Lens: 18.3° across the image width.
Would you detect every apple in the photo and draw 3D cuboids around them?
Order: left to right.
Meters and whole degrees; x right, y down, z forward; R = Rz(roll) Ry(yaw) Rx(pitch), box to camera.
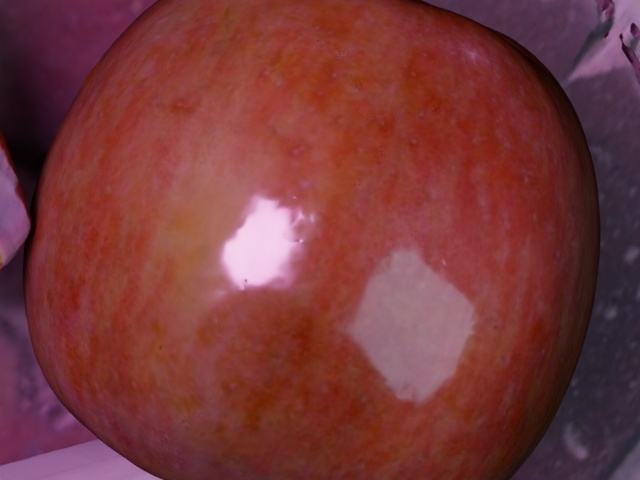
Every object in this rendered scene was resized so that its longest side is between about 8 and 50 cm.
[{"bbox_3d":[0.000,0.000,0.653,0.188,0.188,0.174,15,96,-45],"label":"apple"}]

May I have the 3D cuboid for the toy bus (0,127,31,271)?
[{"bbox_3d":[-0.145,-0.053,0.576,0.077,0.079,0.174,-39,132,-29],"label":"toy bus"}]

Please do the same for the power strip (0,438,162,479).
[{"bbox_3d":[-0.175,0.145,0.617,0.367,0.043,0.106,-12,115,-41],"label":"power strip"}]
